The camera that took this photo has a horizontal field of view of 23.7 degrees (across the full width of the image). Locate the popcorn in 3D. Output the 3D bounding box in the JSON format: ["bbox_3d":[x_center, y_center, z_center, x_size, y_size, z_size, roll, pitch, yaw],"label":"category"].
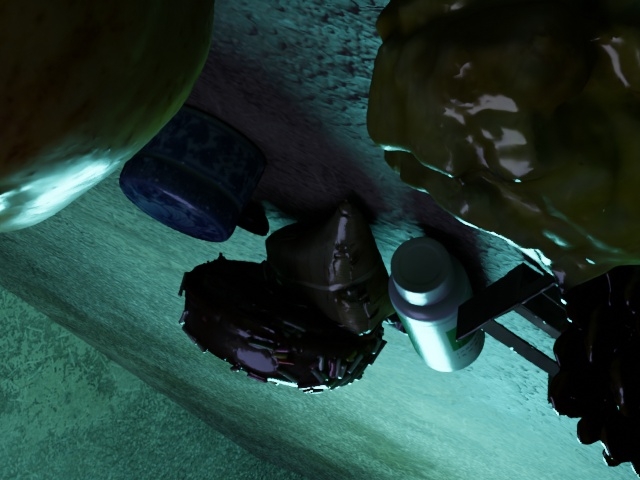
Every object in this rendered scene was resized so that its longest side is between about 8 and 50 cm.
[{"bbox_3d":[0.156,-0.085,0.976,0.286,0.215,0.252,34,159,-36],"label":"popcorn"}]

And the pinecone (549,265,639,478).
[{"bbox_3d":[0.325,0.100,1.283,0.272,0.224,0.224,5,154,39],"label":"pinecone"}]

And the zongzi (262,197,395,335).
[{"bbox_3d":[0.000,0.000,1.804,0.194,0.099,0.197,28,146,42],"label":"zongzi"}]

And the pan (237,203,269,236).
[{"bbox_3d":[-0.114,-0.042,1.960,0.115,0.023,0.068,28,166,-13],"label":"pan"}]

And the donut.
[{"bbox_3d":[-0.051,0.105,1.908,0.269,0.103,0.270,20,-167,-5],"label":"donut"}]

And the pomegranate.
[{"bbox_3d":[-0.266,-0.155,1.083,0.410,0.410,0.410,26,165,7],"label":"pomegranate"}]

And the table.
[{"bbox_3d":[0.258,0.089,1.647,0.146,0.062,0.175,34,132,-23],"label":"table"}]

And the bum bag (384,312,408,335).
[{"bbox_3d":[0.106,0.104,2.039,0.124,0.034,0.058,30,174,-7],"label":"bum bag"}]

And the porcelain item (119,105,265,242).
[{"bbox_3d":[-0.149,-0.073,1.744,0.147,0.114,0.147,25,166,7],"label":"porcelain item"}]

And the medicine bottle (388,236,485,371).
[{"bbox_3d":[0.134,0.075,1.776,0.095,0.095,0.260,22,166,20],"label":"medicine bottle"}]
